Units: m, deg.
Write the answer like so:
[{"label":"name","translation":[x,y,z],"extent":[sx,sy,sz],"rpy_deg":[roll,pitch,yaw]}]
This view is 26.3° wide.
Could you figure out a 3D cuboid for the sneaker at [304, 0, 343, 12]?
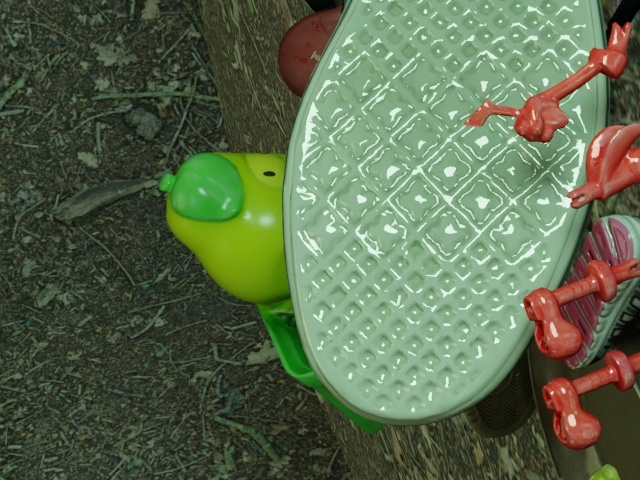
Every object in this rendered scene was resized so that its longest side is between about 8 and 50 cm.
[{"label":"sneaker","translation":[0.029,-0.279,1.580],"extent":[0.217,0.079,0.121],"rpy_deg":[104,150,-71]}]

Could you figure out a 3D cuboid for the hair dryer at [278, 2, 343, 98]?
[{"label":"hair dryer","translation":[0.031,-0.212,1.142],"extent":[0.223,0.080,0.293],"rpy_deg":[125,159,-49]}]

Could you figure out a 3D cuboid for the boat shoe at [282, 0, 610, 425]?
[{"label":"boat shoe","translation":[0.088,-0.125,0.868],"extent":[0.156,0.187,0.500],"rpy_deg":[67,-152,-70]}]

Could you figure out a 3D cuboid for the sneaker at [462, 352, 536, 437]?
[{"label":"sneaker","translation":[0.149,0.047,1.380],"extent":[0.153,0.099,0.282],"rpy_deg":[-148,48,-70]}]

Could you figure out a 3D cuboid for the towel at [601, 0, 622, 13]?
[{"label":"towel","translation":[0.193,-0.199,0.943],"extent":[0.060,0.009,0.083],"rpy_deg":[-118,15,-55]}]

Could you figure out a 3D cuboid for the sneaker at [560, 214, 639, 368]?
[{"label":"sneaker","translation":[0.219,0.037,0.991],"extent":[0.170,0.075,0.063],"rpy_deg":[104,150,-52]}]

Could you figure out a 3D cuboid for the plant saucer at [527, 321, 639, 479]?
[{"label":"plant saucer","translation":[0.256,0.181,1.146],"extent":[0.310,0.050,0.310],"rpy_deg":[164,90,-80]}]

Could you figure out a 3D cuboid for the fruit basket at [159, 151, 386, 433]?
[{"label":"fruit basket","translation":[0.000,0.000,1.606],"extent":[0.392,0.283,0.392],"rpy_deg":[61,180,1]}]

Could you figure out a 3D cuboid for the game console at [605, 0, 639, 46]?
[{"label":"game console","translation":[0.182,-0.193,0.814],"extent":[0.071,0.107,0.122],"rpy_deg":[31,164,7]}]

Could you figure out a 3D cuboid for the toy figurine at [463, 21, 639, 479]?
[{"label":"toy figurine","translation":[0.233,0.061,0.650],"extent":[0.217,0.191,0.362],"rpy_deg":[-170,63,-75]}]
